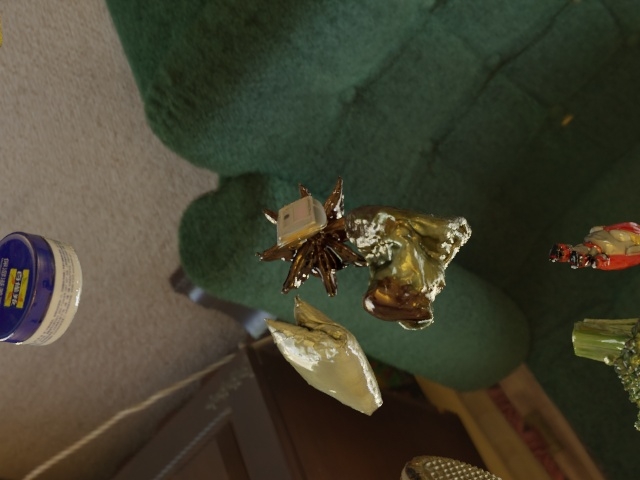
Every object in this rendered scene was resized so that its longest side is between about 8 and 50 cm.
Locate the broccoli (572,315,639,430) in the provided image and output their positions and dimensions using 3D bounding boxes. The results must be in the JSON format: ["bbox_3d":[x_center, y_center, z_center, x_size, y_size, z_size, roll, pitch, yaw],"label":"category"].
[{"bbox_3d":[0.601,0.228,1.589,0.302,0.249,0.375,-21,169,32],"label":"broccoli"}]

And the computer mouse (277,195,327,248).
[{"bbox_3d":[-0.039,-0.031,1.750,0.102,0.199,0.044,-26,109,5],"label":"computer mouse"}]

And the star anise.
[{"bbox_3d":[0.000,0.000,1.875,0.272,0.272,0.102,-30,155,4],"label":"star anise"}]

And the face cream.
[{"bbox_3d":[-0.536,0.091,1.692,0.111,0.206,0.206,14,125,-45],"label":"face cream"}]

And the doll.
[{"bbox_3d":[0.353,0.011,1.116,0.169,0.109,0.057,-16,108,-33],"label":"doll"}]

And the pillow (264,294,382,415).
[{"bbox_3d":[0.013,0.169,1.275,0.078,0.134,0.181,-49,139,-21],"label":"pillow"}]

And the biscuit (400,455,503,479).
[{"bbox_3d":[0.265,0.467,1.624,0.259,0.259,0.079,10,100,-35],"label":"biscuit"}]

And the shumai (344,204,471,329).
[{"bbox_3d":[0.141,0.043,1.598,0.222,0.203,0.272,7,-176,15],"label":"shumai"}]

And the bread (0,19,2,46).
[{"bbox_3d":[-0.588,-0.302,1.345,0.245,0.102,0.094,-30,140,-36],"label":"bread"}]
